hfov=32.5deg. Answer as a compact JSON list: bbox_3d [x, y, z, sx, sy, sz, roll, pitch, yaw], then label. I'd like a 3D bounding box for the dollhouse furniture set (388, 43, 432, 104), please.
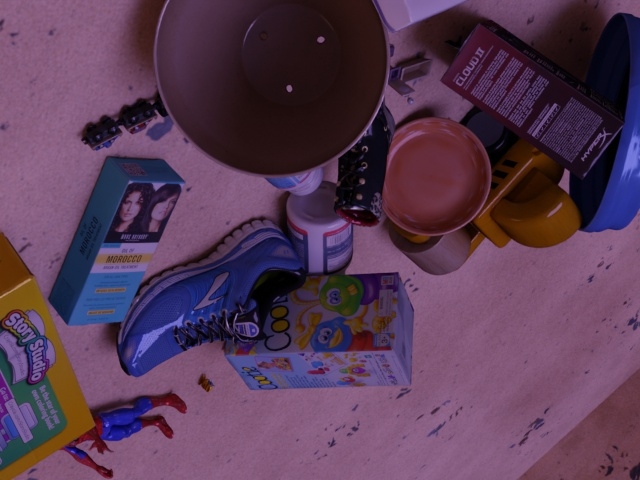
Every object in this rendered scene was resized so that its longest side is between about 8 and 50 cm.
[{"bbox_3d":[0.148,-0.261,1.701,0.114,0.081,0.091,-23,140,-32],"label":"dollhouse furniture set"}]

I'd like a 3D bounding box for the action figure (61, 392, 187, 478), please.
[{"bbox_3d":[-0.322,0.318,1.753,0.280,0.139,0.091,2,122,-46],"label":"action figure"}]

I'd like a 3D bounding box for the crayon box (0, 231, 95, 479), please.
[{"bbox_3d":[-0.493,0.207,1.465,0.313,0.106,0.363,-33,145,-22],"label":"crayon box"}]

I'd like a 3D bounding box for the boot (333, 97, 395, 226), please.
[{"bbox_3d":[0.051,-0.138,1.644,0.236,0.085,0.179,46,48,-60],"label":"boot"}]

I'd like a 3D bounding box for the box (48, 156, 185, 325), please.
[{"bbox_3d":[-0.283,0.003,1.522,0.100,0.060,0.244,-1,127,-48],"label":"box"}]

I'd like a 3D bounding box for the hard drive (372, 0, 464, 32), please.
[{"bbox_3d":[0.125,-0.388,1.365,0.040,0.210,0.318,-21,-172,36],"label":"hard drive"}]

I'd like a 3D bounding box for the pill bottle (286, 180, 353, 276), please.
[{"bbox_3d":[0.000,0.000,1.791,0.108,0.108,0.180,-30,144,-24],"label":"pill bottle"}]

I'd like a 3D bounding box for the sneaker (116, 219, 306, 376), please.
[{"bbox_3d":[-0.163,0.104,1.685,0.330,0.147,0.130,-36,146,-14],"label":"sneaker"}]

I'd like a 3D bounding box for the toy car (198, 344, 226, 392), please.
[{"bbox_3d":[-0.155,0.217,1.909,0.060,0.040,0.122,14,114,-53],"label":"toy car"}]

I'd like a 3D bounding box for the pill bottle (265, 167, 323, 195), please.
[{"bbox_3d":[-0.057,-0.126,1.611,0.087,0.087,0.160,-47,148,1],"label":"pill bottle"}]

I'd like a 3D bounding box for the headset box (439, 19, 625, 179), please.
[{"bbox_3d":[0.321,-0.236,1.717,0.110,0.293,0.218,-56,177,18],"label":"headset box"}]

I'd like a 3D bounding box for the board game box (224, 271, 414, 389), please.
[{"bbox_3d":[0.002,0.149,1.786,0.275,0.142,0.144,-3,149,15],"label":"board game box"}]

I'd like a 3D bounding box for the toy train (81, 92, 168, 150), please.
[{"bbox_3d":[-0.240,-0.158,1.431,0.158,0.027,0.036,-30,155,-24],"label":"toy train"}]

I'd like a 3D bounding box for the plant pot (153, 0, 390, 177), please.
[{"bbox_3d":[-0.048,-0.231,1.387,0.284,0.284,0.191,-55,180,13],"label":"plant pot"}]

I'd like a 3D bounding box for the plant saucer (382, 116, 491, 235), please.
[{"bbox_3d":[0.186,-0.108,1.850,0.200,0.200,0.037,-48,-171,2],"label":"plant saucer"}]

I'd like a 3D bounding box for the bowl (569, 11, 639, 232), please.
[{"bbox_3d":[0.529,-0.205,1.959,0.077,0.391,0.391,8,132,0],"label":"bowl"}]

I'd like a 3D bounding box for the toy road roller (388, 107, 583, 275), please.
[{"bbox_3d":[0.308,-0.053,1.955,0.329,0.240,0.202,-49,147,3],"label":"toy road roller"}]
